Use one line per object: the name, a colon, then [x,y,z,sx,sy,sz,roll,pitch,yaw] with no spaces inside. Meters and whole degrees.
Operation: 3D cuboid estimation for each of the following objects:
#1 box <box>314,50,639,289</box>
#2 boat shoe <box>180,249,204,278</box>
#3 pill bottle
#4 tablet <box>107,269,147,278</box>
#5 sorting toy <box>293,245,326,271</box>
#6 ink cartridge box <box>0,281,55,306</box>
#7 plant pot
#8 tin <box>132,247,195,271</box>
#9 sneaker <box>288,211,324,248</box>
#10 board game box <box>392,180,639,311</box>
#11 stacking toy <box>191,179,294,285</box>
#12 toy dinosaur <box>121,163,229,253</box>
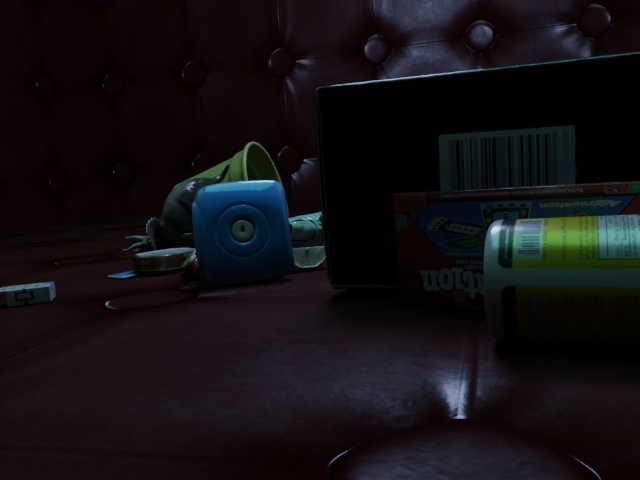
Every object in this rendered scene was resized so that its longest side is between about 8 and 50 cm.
box: [0.298,-0.112,0.973,0.479,0.297,0.472,-1,8,20]
boat shoe: [-0.237,0.046,1.170,0.043,0.049,0.137,37,-5,-12]
pill bottle: [0.263,0.036,0.559,0.208,0.119,0.119,-1,7,24]
tablet: [-0.380,0.067,1.236,0.054,0.006,0.083,1,9,38]
sorting toy: [-0.030,0.034,1.145,0.083,0.045,0.075,-4,-1,-12]
ink cartridge box: [-0.488,0.089,1.013,0.083,0.028,0.048,-6,6,-13]
plant pot: [-0.257,-0.102,1.676,0.253,0.276,0.276,-15,4,15]
tin: [-0.312,0.038,1.285,0.106,0.040,0.189,-5,3,25]
sneaker: [0.003,-0.018,1.315,0.255,0.094,0.151,-13,-2,18]
board game box: [0.213,0.012,0.697,0.281,0.145,0.027,0,9,37]
stacking toy: [-0.155,-0.002,1.163,0.165,0.175,0.302,-7,-5,-10]
toy dinosaur: [-0.312,-0.061,1.446,0.160,0.313,0.121,34,-1,-27]
